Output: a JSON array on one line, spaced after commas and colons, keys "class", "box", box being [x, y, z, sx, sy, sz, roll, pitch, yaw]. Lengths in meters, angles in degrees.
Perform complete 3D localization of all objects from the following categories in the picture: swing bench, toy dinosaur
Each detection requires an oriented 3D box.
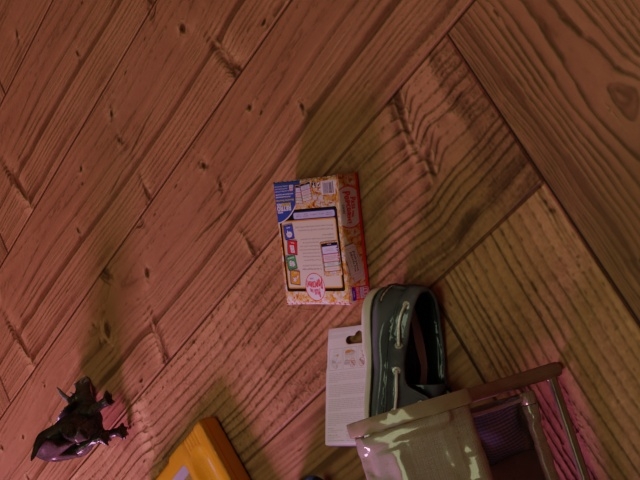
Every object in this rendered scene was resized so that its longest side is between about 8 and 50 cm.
[{"class": "swing bench", "box": [0.199, 0.307, 1.347, 0.165, 0.255, 0.253, -27, 76, 46]}, {"class": "toy dinosaur", "box": [-0.482, 0.379, 2.136, 0.160, 0.313, 0.121, -23, 106, 24]}]

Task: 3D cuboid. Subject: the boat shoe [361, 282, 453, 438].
[{"class": "boat shoe", "box": [0.128, 0.214, 1.509, 0.099, 0.116, 0.319, -16, 76, 44]}]

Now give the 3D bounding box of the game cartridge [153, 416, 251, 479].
[{"class": "game cartridge", "box": [-0.208, 0.518, 1.972, 0.285, 0.053, 0.323, 56, 133, 25]}]

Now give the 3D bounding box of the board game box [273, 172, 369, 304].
[{"class": "board game box", "box": [0.000, 0.000, 1.668, 0.147, 0.045, 0.193, -2, 94, 47]}]

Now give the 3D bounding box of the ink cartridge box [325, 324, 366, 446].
[{"class": "ink cartridge box", "box": [0.068, 0.218, 1.648, 0.145, 0.045, 0.179, -13, 68, 48]}]

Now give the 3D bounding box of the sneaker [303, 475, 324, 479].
[{"class": "sneaker", "box": [0.029, 0.415, 1.701, 0.144, 0.053, 0.059, 49, 126, 22]}]
